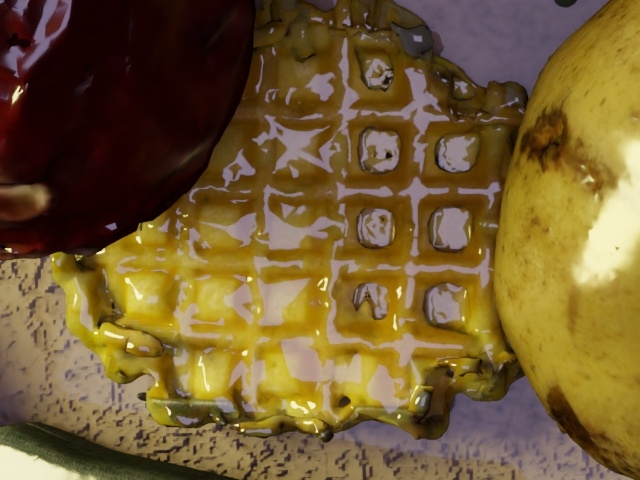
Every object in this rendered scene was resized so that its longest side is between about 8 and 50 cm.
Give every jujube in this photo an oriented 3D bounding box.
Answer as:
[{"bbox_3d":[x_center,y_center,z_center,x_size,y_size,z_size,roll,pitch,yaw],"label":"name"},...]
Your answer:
[{"bbox_3d":[-0.222,-0.125,0.811,0.377,0.258,0.258,26,98,22],"label":"jujube"}]

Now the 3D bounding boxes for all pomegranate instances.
[{"bbox_3d":[0.219,-0.008,0.769,0.281,0.281,0.281,1,95,8],"label":"pomegranate"}]

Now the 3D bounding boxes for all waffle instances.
[{"bbox_3d":[-0.001,0.000,0.895,0.280,0.060,0.262,-44,86,5],"label":"waffle"}]

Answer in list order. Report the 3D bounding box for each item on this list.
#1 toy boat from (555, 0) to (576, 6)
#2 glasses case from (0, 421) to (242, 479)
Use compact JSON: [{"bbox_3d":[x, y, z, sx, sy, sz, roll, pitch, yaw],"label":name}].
[{"bbox_3d":[0.151,-0.271,0.855,0.093,0.055,0.293,19,97,3],"label":"toy boat"},{"bbox_3d":[-0.049,0.194,0.883,0.323,0.074,0.131,12,91,20],"label":"glasses case"}]
